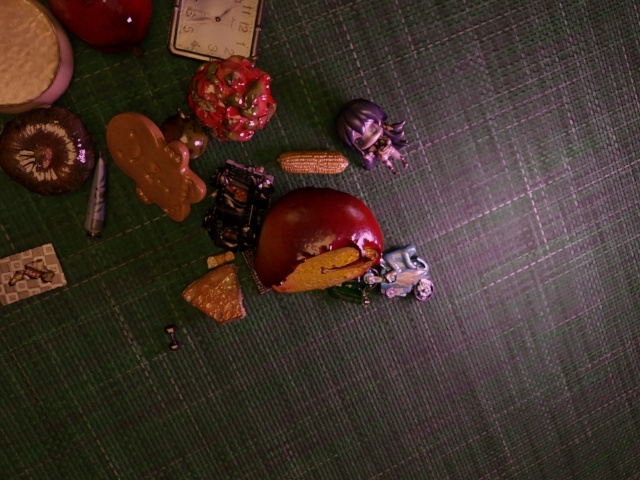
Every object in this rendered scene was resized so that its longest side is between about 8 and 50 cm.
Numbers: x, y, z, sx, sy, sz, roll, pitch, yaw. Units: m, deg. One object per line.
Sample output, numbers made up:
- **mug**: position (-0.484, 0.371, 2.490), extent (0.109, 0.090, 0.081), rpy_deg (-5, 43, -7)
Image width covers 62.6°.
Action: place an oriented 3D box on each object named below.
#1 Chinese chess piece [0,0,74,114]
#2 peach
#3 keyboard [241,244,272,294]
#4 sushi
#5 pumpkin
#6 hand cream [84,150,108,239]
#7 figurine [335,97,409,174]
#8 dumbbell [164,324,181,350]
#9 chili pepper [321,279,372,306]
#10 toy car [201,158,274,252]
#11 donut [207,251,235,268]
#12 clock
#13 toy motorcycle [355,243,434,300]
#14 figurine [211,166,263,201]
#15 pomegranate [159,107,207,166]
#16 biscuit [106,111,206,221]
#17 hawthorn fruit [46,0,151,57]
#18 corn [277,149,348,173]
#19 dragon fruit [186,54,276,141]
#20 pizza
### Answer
- **Chinese chess piece**: position (-0.876, -0.525, 1.475), extent (0.337, 0.140, 0.339), rpy_deg (-2, 99, -11)
- **peach**: position (-0.018, -0.012, 1.641), extent (0.405, 0.335, 0.310), rpy_deg (-14, 72, -2)
- **keyboard**: position (-0.215, 0.082, 1.768), extent (0.061, 0.013, 0.205), rpy_deg (-24, 102, -8)
- **sushi**: position (-0.897, 0.102, 1.608), extent (0.200, 0.031, 0.139), rpy_deg (-19, 101, -13)
- **pumpkin**: position (-0.773, -0.248, 1.496), extent (0.260, 0.189, 0.261), rpy_deg (-4, 114, -9)
- **hand cream**: position (-0.676, -0.138, 1.602), extent (0.058, 0.091, 0.272), rpy_deg (10, 98, -9)
- **figurine**: position (0.165, -0.340, 1.710), extent (0.175, 0.197, 0.265), rpy_deg (-44, 124, -5)
- **dumbbell**: position (-0.485, 0.320, 1.727), extent (0.035, 0.040, 0.083), rpy_deg (-8, 100, 20)
- **chili pepper**: position (0.077, 0.162, 1.799), extent (0.224, 0.061, 0.098), rpy_deg (16, 124, 1)
- **toy car**: position (-0.262, -0.099, 1.648), extent (0.193, 0.118, 0.301), rpy_deg (20, 122, 0)
- **donut**: position (-0.325, 0.061, 1.717), extent (0.083, 0.067, 0.038), rpy_deg (-22, 84, 24)
- **clock**: position (-0.320, -0.683, 1.625), extent (0.278, 0.049, 0.274), rpy_deg (10, 96, -14)
- **toy motorcycle**: position (0.270, 0.107, 1.836), extent (0.296, 0.109, 0.199), rpy_deg (7, 93, -15)
- **figurine**: position (-0.265, -0.183, 1.702), extent (0.187, 0.083, 0.083), rpy_deg (-29, 103, 7)
- **pomegranate**: position (-0.432, -0.284, 1.603), extent (0.156, 0.156, 0.220), rpy_deg (26, 101, -15)
- **biscuit**: position (-0.499, -0.222, 1.565), extent (0.275, 0.052, 0.355), rpy_deg (-35, 98, 37)
- **hawthorn fruit**: position (-0.601, -0.653, 1.468), extent (0.265, 0.265, 0.307), rpy_deg (-29, 121, -8)
- **corn**: position (-0.022, -0.259, 1.734), extent (0.238, 0.080, 0.080), rpy_deg (-1, 98, -14)
- **dragon fruit**: position (-0.257, -0.414, 1.571), extent (0.231, 0.302, 0.237), rpy_deg (-18, 78, 19)
- **pizza**: position (-0.345, 0.192, 1.728), extent (0.204, 0.080, 0.188), rpy_deg (-19, 78, 0)
